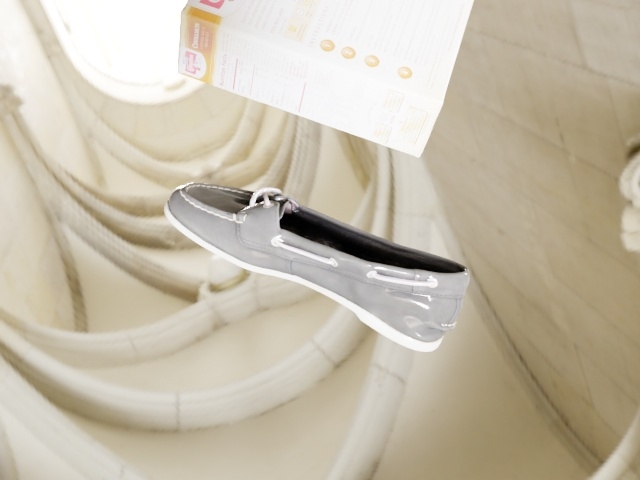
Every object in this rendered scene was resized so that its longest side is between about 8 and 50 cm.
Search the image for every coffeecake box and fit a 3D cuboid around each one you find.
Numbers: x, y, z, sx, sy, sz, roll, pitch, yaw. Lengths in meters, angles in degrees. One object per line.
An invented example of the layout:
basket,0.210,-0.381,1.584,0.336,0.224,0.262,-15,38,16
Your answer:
coffeecake box,0.009,-0.160,0.700,0.185,0.068,0.142,20,-122,1

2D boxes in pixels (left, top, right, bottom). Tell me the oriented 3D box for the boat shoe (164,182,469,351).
boat shoe,0.000,0.000,1.027,0.335,0.096,0.112,26,-155,3
